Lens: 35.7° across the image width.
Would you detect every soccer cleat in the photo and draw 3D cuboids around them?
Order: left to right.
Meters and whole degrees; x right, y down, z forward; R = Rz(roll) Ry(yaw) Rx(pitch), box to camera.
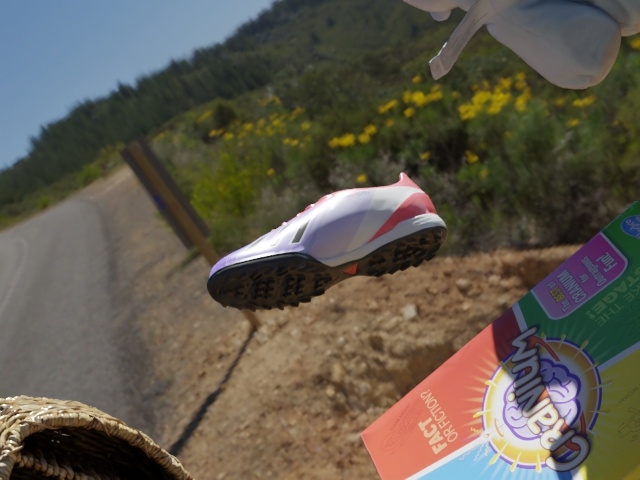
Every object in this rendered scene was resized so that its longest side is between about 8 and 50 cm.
[{"bbox_3d":[0.000,0.000,1.253,0.318,0.116,0.109,-16,-31,-17],"label":"soccer cleat"}]

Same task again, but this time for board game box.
[{"bbox_3d":[0.195,0.130,0.762,0.316,0.064,0.242,-41,24,4],"label":"board game box"}]

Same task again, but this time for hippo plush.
[{"bbox_3d":[0.170,-0.260,0.978,0.294,0.234,0.236,-40,22,-8],"label":"hippo plush"}]

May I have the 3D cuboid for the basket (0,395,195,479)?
[{"bbox_3d":[-0.288,0.332,1.237,0.223,0.299,0.213,15,76,56],"label":"basket"}]
